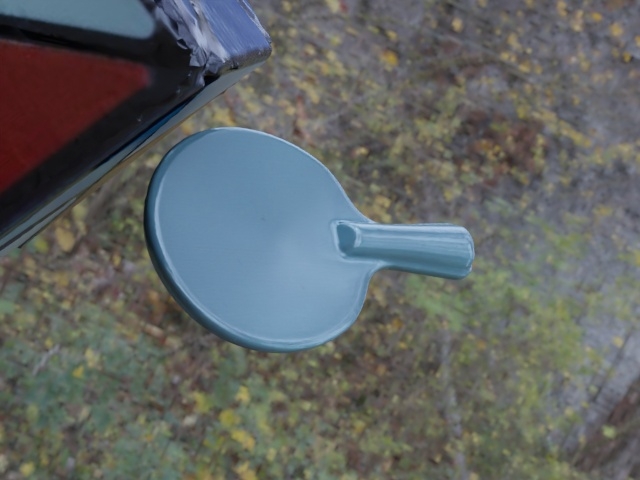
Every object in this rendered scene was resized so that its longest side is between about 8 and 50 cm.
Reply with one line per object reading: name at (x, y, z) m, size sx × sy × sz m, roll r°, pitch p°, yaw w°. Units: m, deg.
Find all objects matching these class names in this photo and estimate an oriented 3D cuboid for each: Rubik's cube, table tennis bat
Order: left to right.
Rubik's cube at (-0.196, -0.129, 0.619) m, size 0.248 × 0.250 × 0.246 m, roll 54°, pitch 11°, yaw -6°
table tennis bat at (0.000, 0.000, 0.732) m, size 0.244 × 0.040 × 0.153 m, roll 4°, pitch 62°, yaw -33°
